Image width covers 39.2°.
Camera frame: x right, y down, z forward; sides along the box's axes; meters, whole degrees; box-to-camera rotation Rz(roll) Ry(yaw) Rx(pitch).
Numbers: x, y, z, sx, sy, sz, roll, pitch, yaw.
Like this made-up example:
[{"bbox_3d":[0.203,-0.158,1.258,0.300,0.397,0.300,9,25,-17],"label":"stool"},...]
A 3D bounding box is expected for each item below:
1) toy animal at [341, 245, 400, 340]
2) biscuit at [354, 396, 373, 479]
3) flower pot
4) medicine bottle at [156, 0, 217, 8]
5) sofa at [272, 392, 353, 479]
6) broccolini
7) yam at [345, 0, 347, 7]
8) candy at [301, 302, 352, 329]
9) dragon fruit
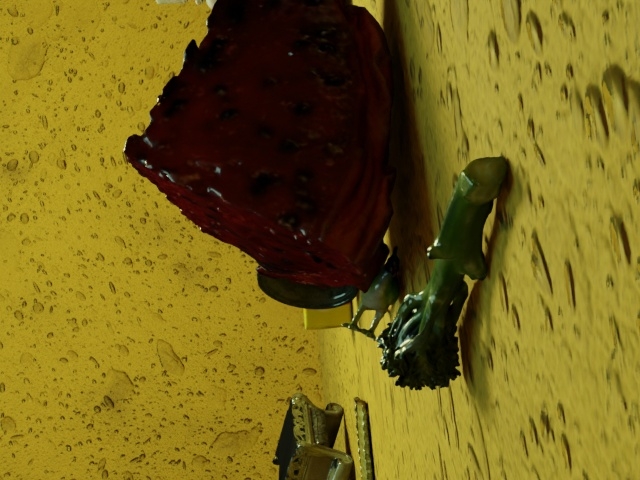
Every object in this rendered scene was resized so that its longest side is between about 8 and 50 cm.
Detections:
[{"bbox_3d":[0.054,0.071,0.929,0.217,0.041,0.075,92,-156,-70],"label":"toy animal"},{"bbox_3d":[0.070,0.351,1.428,0.144,0.016,0.203,101,165,-81],"label":"biscuit"},{"bbox_3d":[-0.014,0.026,1.392,0.157,0.157,0.107,90,-172,-57],"label":"flower pot"},{"bbox_3d":[-0.146,-0.493,1.572,0.170,0.293,0.170,175,90,-89],"label":"medicine bottle"},{"bbox_3d":[0.006,0.477,1.933,0.258,0.182,0.200,-104,27,-71],"label":"sofa"},{"bbox_3d":[0.067,0.026,0.538,0.216,0.058,0.067,91,176,-58],"label":"broccolini"},{"bbox_3d":[0.002,-0.275,1.165,0.081,0.081,0.357,152,113,-87],"label":"yam"},{"bbox_3d":[0.000,0.000,1.552,0.146,0.088,0.276,-107,11,-70],"label":"candy"},{"bbox_3d":[0.017,-0.078,0.867,0.286,0.228,0.329,-64,-25,-21],"label":"dragon fruit"}]
